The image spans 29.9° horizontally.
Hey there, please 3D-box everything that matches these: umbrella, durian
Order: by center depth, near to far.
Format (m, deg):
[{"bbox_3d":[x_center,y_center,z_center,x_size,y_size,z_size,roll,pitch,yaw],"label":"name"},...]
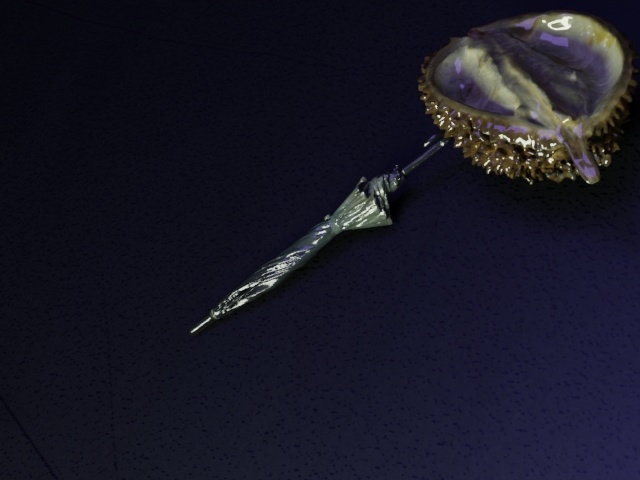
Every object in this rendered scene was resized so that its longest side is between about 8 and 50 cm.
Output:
[{"bbox_3d":[0.155,-0.086,0.851,0.148,0.091,0.188,-21,39,-5],"label":"durian"},{"bbox_3d":[0.003,0.000,0.945,0.269,0.044,0.044,-38,73,19],"label":"umbrella"}]
